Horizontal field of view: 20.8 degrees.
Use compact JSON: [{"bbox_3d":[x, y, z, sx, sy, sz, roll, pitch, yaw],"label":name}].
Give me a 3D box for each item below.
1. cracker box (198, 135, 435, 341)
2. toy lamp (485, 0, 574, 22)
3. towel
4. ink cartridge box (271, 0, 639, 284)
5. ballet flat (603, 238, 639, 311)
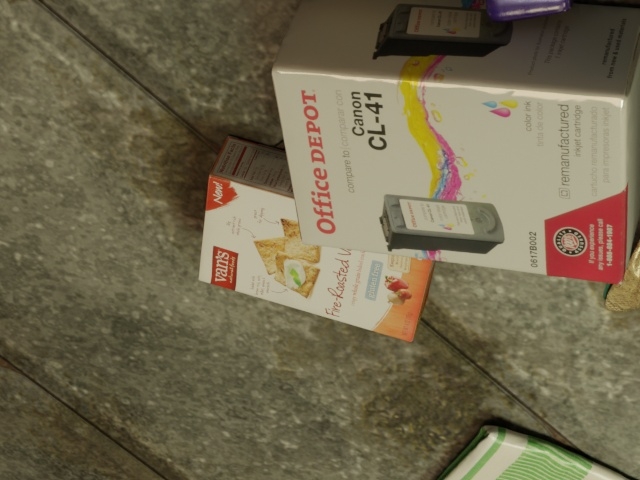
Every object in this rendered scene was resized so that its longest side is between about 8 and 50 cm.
[{"bbox_3d":[0.000,0.000,1.733,0.232,0.067,0.156,16,137,7],"label":"cracker box"},{"bbox_3d":[0.078,-0.229,1.463,0.274,0.080,0.080,9,136,17],"label":"toy lamp"},{"bbox_3d":[0.284,0.335,1.985,0.325,0.038,0.248,27,137,-6],"label":"towel"},{"bbox_3d":[0.129,-0.095,1.539,0.306,0.131,0.226,5,136,15],"label":"ink cartridge box"},{"bbox_3d":[0.320,0.014,1.608,0.067,0.073,0.206,44,145,23],"label":"ballet flat"}]
